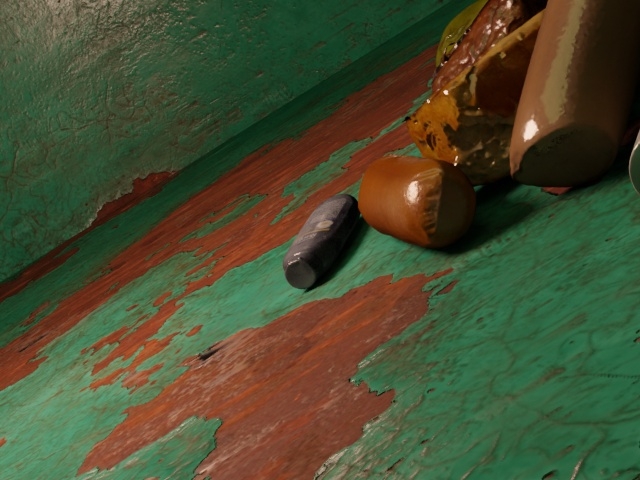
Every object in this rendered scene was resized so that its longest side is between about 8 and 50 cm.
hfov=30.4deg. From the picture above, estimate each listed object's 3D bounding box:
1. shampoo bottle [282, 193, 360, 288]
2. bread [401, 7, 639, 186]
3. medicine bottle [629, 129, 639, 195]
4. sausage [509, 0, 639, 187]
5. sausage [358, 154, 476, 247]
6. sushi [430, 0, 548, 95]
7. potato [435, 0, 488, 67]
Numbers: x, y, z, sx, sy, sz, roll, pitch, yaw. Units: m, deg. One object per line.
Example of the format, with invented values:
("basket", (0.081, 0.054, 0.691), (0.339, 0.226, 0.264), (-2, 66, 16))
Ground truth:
("shampoo bottle", (0.000, 0.000, 1.627), (0.087, 0.049, 0.233), (-25, 14, 21))
("bread", (0.278, -0.194, 1.481), (0.344, 0.149, 0.195), (-37, -1, -19))
("medicine bottle", (0.345, -0.102, 1.110), (0.086, 0.086, 0.183), (-25, 14, 31))
("sausage", (0.290, -0.179, 1.306), (0.123, 0.123, 0.253), (-16, 48, 51))
("sausage", (0.111, -0.050, 1.436), (0.105, 0.105, 0.274), (-34, 12, -7))
("sushi", (0.270, -0.250, 1.694), (0.296, 0.179, 0.167), (-57, 31, 13))
("potato", (0.297, -0.328, 1.935), (0.253, 0.148, 0.186), (-26, 12, 28))
